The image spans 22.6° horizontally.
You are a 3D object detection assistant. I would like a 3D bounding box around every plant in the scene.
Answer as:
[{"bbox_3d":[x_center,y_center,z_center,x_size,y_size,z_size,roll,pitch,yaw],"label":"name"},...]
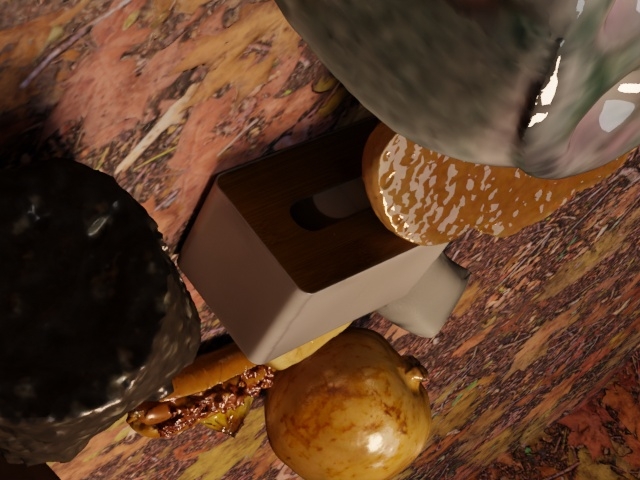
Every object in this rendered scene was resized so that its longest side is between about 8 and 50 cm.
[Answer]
[{"bbox_3d":[-0.222,0.069,1.325,0.215,0.213,0.312,-36,171,-16],"label":"plant"}]

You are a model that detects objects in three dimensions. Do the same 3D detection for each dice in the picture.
[{"bbox_3d":[0.150,-0.268,1.056,0.328,0.348,0.330,-34,162,-22],"label":"dice"}]

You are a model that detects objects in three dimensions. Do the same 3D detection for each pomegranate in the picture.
[{"bbox_3d":[0.042,0.226,2.158,0.248,0.248,0.248,-35,161,-14],"label":"pomegranate"}]

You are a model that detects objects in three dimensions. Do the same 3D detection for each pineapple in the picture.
[{"bbox_3d":[-0.126,0.222,2.071,0.114,0.077,0.114,-29,172,-18],"label":"pineapple"}]

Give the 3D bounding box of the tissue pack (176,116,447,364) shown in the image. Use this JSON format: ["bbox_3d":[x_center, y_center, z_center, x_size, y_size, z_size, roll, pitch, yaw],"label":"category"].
[{"bbox_3d":[-0.001,-0.001,1.663,0.246,0.159,0.136,-24,157,-41],"label":"tissue pack"}]

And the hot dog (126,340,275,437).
[{"bbox_3d":[-0.139,0.182,1.930,0.249,0.076,0.102,-18,144,-48],"label":"hot dog"}]

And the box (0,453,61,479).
[{"bbox_3d":[-0.364,0.319,1.593,0.301,0.216,0.301,-34,162,-13],"label":"box"}]

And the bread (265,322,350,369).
[{"bbox_3d":[-0.040,0.068,1.833,0.147,0.098,0.217,-37,159,-7],"label":"bread"}]

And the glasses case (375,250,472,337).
[{"bbox_3d":[0.120,0.049,2.124,0.128,0.083,0.308,-46,161,1],"label":"glasses case"}]

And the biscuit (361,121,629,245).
[{"bbox_3d":[0.201,-0.138,1.601,0.376,0.051,0.269,-31,132,-13],"label":"biscuit"}]

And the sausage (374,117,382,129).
[{"bbox_3d":[0.175,-0.187,1.657,0.328,0.112,0.112,-37,161,-10],"label":"sausage"}]
